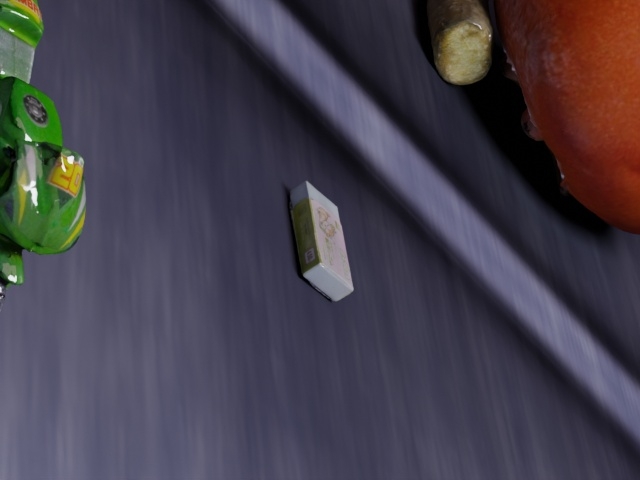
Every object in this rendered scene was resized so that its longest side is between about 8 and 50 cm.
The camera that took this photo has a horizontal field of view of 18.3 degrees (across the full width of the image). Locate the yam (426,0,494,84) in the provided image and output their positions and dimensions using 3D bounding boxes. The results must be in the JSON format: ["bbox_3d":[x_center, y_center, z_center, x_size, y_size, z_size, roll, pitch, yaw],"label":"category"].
[{"bbox_3d":[0.128,-0.250,1.881,0.066,0.066,0.299,45,24,-27],"label":"yam"}]

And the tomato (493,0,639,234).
[{"bbox_3d":[0.315,-0.169,1.831,0.341,0.273,0.341,58,17,-30],"label":"tomato"}]

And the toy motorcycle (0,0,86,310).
[{"bbox_3d":[-0.163,-0.042,0.946,0.074,0.106,0.190,30,35,-48],"label":"toy motorcycle"}]

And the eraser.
[{"bbox_3d":[0.000,0.000,1.336,0.038,0.019,0.083,37,29,-36],"label":"eraser"}]
